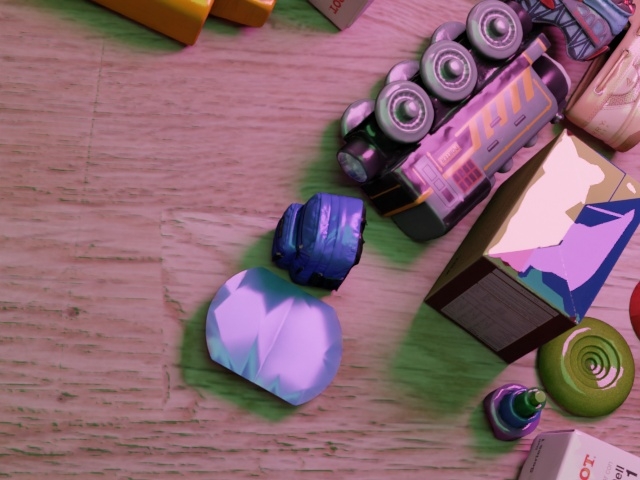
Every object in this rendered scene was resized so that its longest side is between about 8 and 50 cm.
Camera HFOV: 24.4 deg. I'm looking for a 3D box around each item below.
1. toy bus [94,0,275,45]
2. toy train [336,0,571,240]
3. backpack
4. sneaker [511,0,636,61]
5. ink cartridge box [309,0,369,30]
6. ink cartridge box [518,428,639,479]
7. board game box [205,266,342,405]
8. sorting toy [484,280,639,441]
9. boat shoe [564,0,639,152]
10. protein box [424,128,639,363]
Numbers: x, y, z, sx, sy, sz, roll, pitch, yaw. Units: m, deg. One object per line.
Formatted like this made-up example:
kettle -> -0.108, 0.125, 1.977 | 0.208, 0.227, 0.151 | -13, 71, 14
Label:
toy bus -> -0.212, -0.341, 1.782 | 0.333, 0.108, 0.130 | 24, 68, -8
toy train -> 0.169, -0.153, 1.827 | 0.334, 0.142, 0.190 | -43, 100, -25
backpack -> 0.000, 0.000, 1.728 | 0.101, 0.120, 0.098 | 8, 72, -14
sneaker -> 0.273, -0.325, 1.913 | 0.262, 0.125, 0.104 | 43, 24, 28
ink cartridge box -> -0.011, -0.418, 1.817 | 0.273, 0.198, 0.115 | 41, 65, -1
ink cartridge box -> 0.356, 0.362, 1.706 | 0.278, 0.117, 0.201 | 25, 76, -8
board game box -> -0.057, 0.113, 1.725 | 0.169, 0.033, 0.133 | 30, 62, -11
sorting toy -> 0.364, 0.129, 1.792 | 0.366, 0.126, 0.127 | -27, 82, -23
boat shoe -> 0.421, -0.284, 1.943 | 0.110, 0.121, 0.341 | 27, 69, -7
protein box -> 0.257, 0.012, 1.755 | 0.136, 0.201, 0.200 | 37, 67, -3
